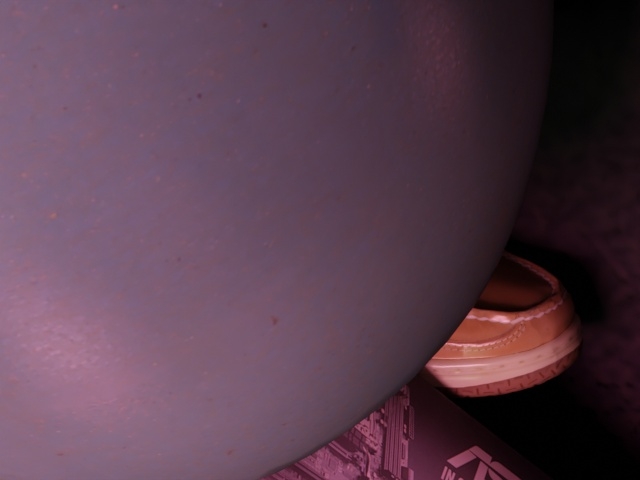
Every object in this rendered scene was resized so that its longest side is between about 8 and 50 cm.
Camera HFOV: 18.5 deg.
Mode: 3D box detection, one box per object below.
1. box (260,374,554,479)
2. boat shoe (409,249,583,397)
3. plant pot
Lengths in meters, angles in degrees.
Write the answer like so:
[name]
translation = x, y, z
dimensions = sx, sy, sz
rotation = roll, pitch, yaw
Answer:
[box]
translation = 0.029, 0.174, 0.688
dimensions = 0.307, 0.076, 0.242
rotation = 38, 138, -14
[boat shoe]
translation = 0.000, 0.000, 0.655
dimensions = 0.190, 0.068, 0.072
rotation = 11, 113, 34
[plant pot]
translation = -0.075, -0.071, 0.499
dimensions = 0.293, 0.293, 0.235
rotation = 7, 142, 38
